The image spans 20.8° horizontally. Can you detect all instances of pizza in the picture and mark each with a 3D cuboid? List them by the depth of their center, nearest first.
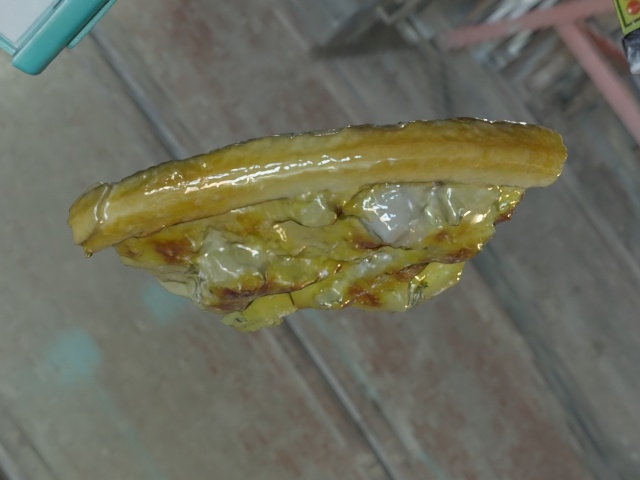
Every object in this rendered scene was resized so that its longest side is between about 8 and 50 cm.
[{"bbox_3d":[0.000,0.000,1.170,0.223,0.323,0.089,91,-10,-65],"label":"pizza"}]

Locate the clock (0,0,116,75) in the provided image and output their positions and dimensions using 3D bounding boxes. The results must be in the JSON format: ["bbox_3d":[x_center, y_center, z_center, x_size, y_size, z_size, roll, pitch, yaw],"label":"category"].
[{"bbox_3d":[-0.184,-0.275,1.119,0.231,0.262,0.116,39,24,-17],"label":"clock"}]

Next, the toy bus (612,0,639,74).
[{"bbox_3d":[0.273,-0.147,0.969,0.288,0.138,0.175,16,53,-49],"label":"toy bus"}]
